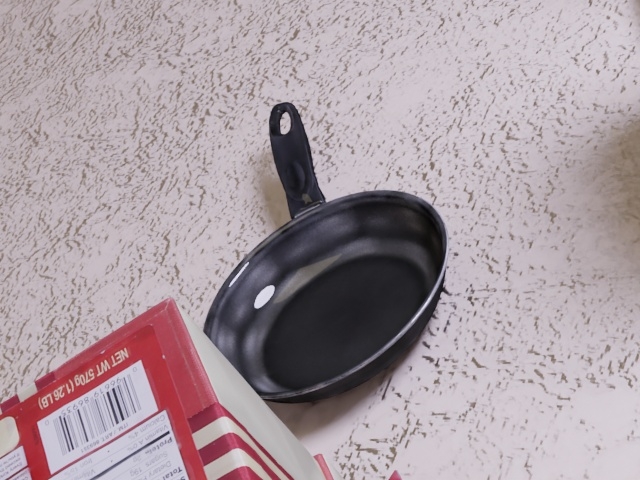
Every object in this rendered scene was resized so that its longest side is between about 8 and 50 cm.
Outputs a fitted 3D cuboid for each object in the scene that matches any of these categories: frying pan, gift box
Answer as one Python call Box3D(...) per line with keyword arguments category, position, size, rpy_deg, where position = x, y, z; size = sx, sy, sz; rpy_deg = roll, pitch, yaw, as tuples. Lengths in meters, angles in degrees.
Box3D(category="frying pan", position=(-0.022, 0.020, 1.371), size=(0.197, 0.053, 0.326), rpy_deg=(-40, 33, -8))
Box3D(category="gift box", position=(-0.075, 0.206, 1.008), size=(0.255, 0.258, 0.276), rpy_deg=(-29, 43, 8))
